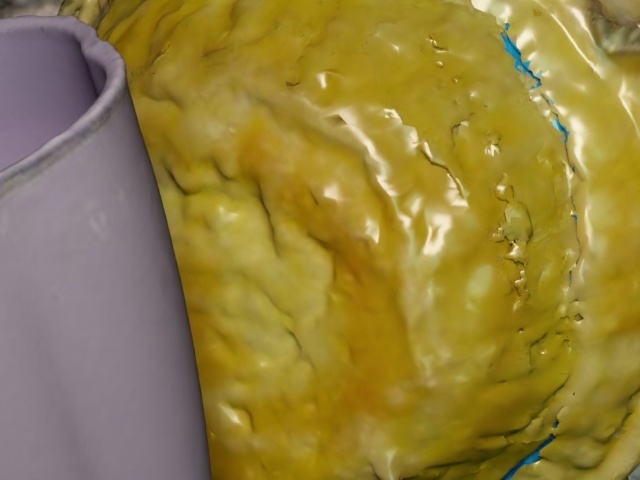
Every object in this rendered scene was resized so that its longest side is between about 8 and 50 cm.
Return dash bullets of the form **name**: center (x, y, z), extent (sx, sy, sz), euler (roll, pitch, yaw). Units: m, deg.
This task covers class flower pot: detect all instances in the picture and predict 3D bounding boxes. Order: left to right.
- **flower pot**: center (-0.159, 0.066, 0.696), extent (0.265, 0.265, 0.243), euler (-26, 116, -9)

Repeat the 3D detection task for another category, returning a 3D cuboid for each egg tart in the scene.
- **egg tart**: center (0.000, 0.000, 0.809), extent (0.388, 0.169, 0.387), euler (11, 114, 26)
